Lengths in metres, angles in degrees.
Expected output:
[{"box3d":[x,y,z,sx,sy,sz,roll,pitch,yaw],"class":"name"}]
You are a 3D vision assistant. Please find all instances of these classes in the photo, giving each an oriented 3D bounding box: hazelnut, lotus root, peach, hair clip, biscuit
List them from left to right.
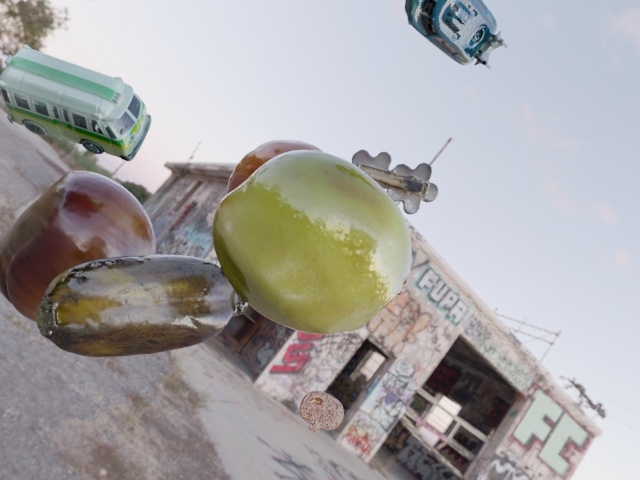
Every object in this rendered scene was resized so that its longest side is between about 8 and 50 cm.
[{"box3d":[-0.616,0.033,1.335,0.359,0.409,0.359,38,21,-17],"class":"hazelnut"},{"box3d":[-0.334,0.125,1.045,0.398,0.195,0.179,0,8,-30],"class":"lotus root"},{"box3d":[-0.090,-0.122,1.549,0.301,0.343,0.342,48,-6,35],"class":"peach"},{"box3d":[-0.008,-0.002,0.875,0.315,0.314,0.281,48,-43,11],"class":"peach"},{"box3d":[0.000,0.347,1.069,0.091,0.078,0.015,32,-18,-3],"class":"biscuit"},{"box3d":[0.191,-0.159,1.433,0.257,0.146,0.075,18,9,15],"class":"hair clip"}]

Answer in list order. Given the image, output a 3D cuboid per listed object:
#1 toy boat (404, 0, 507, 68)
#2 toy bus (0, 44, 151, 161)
[{"box3d":[0.289,-0.448,1.083,0.299,0.134,0.092,8,34,-51],"class":"toy boat"},{"box3d":[-0.515,-0.289,1.119,0.276,0.133,0.164,18,-24,-3],"class":"toy bus"}]
